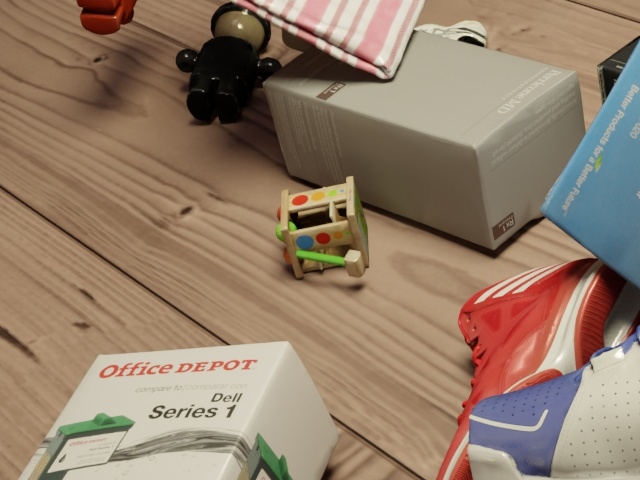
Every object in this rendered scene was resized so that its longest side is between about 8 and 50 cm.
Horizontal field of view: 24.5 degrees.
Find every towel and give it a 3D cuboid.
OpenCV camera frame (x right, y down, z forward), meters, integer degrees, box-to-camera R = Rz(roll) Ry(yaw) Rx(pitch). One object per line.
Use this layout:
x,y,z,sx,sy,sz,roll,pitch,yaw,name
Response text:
-0.008,-0.218,1.180,0.197,0.029,0.144,27,46,-6,towel

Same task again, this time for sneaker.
0.123,0.102,0.950,0.221,0.087,0.128,-48,19,-23,sneaker
0.111,-0.178,1.340,0.083,0.032,0.037,-13,36,6,sneaker
0.233,0.045,0.776,0.315,0.182,0.127,-10,-3,32,sneaker

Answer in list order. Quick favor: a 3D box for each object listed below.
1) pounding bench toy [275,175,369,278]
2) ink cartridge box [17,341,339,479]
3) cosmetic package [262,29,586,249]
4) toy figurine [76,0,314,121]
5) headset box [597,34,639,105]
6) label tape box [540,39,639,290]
0.000,0.000,1.131,0.065,0.052,0.083,-11,36,8,pounding bench toy
-0.104,0.168,0.902,0.160,0.092,0.219,-7,36,29,ink cartridge box
0.083,-0.091,1.178,0.238,0.107,0.127,18,46,43,cosmetic package
-0.090,-0.239,1.330,0.209,0.213,0.148,-36,26,38,toy figurine
0.389,-0.111,1.054,0.283,0.131,0.246,-37,40,-25,headset box
0.324,-0.020,0.831,0.334,0.240,0.106,41,35,22,label tape box
